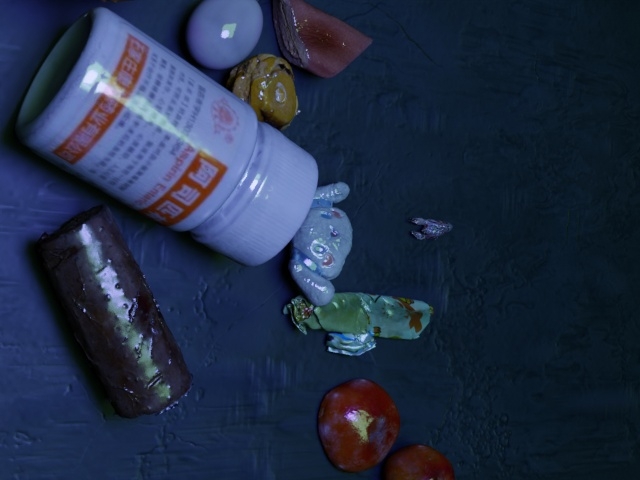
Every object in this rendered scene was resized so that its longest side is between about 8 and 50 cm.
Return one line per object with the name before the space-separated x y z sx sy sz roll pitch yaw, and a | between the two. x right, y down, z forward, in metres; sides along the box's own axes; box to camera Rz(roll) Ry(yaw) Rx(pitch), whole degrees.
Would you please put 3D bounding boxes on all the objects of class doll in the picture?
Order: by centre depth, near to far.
doll | 0.000 0.000 1.521 0.104 0.071 0.214 19 66 -16

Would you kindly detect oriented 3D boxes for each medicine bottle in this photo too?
medicine bottle | -0.200 -0.129 1.310 0.371 0.211 0.211 33 72 -29

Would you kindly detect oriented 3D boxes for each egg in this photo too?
egg | -0.141 -0.311 1.418 0.103 0.103 0.135 47 63 -24

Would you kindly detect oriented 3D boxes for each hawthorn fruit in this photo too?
hawthorn fruit | 0.171 0.405 1.604 0.125 0.140 0.125 -41 140 -48

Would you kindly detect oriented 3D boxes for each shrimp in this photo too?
shrimp | 0.189 -0.018 1.680 0.092 0.029 0.038 8 93 -28

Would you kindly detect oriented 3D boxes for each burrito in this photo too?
burrito | 0.067 0.138 1.580 0.288 0.054 0.104 8 86 -35

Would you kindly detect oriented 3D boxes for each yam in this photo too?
yam | -0.281 0.100 1.306 0.131 0.131 0.279 -32 104 -30

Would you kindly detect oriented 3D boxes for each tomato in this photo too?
tomato | 0.076 0.302 1.570 0.156 0.069 0.155 1 88 -35

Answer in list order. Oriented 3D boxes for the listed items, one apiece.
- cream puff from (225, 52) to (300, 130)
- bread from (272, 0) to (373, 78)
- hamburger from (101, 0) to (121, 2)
cream puff | -0.089 -0.220 1.451 0.133 0.104 0.119 -29 117 -64
bread | -0.007 -0.313 1.529 0.192 0.067 0.119 25 67 -32
hamburger | -0.295 -0.423 1.231 0.274 0.274 0.212 14 116 -33
